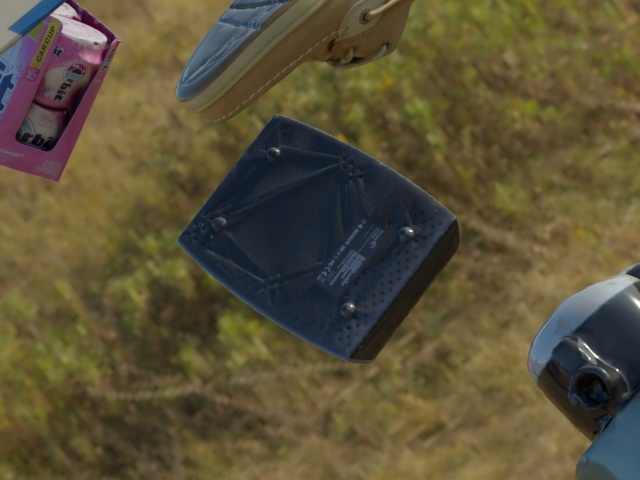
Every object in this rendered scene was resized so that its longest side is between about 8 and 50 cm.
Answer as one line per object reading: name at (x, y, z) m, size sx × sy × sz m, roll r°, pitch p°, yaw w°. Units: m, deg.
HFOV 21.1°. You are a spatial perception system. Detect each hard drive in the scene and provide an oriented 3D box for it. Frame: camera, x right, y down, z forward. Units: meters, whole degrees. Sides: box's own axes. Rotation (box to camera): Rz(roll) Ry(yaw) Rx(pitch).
hard drive at (0.000, 0.000, 1.536) m, size 0.254 × 0.054 × 0.172 m, roll 32°, pitch 82°, yaw 42°

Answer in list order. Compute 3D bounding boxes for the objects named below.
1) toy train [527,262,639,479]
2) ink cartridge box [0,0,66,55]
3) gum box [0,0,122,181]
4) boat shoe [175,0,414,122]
toy train at (0.236, 0.133, 0.772) m, size 0.142 × 0.334 × 0.190 m, roll -51°, pitch -22°, yaw 22°
ink cartridge box at (-0.182, -0.109, 0.686) m, size 0.148 × 0.086 × 0.203 m, roll -45°, pitch 25°, yaw -23°
gum box at (-0.216, -0.127, 1.186) m, size 0.188 × 0.062 × 0.107 m, roll 41°, pitch 109°, yaw 49°
boat shoe at (0.028, -0.199, 1.441) m, size 0.341 × 0.110 × 0.121 m, roll -42°, pitch 23°, yaw -14°
